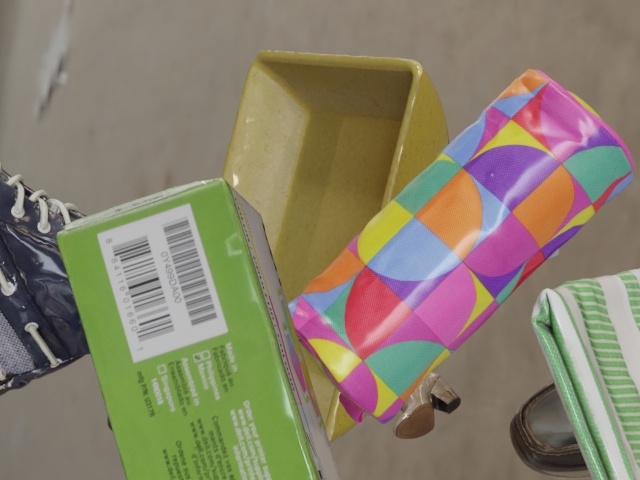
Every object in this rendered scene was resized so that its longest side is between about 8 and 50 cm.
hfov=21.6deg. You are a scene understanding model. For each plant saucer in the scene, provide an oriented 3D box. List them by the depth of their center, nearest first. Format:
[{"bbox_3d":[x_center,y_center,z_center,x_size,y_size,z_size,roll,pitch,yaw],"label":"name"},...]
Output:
[{"bbox_3d":[0.000,0.000,1.535,0.333,0.081,0.332,16,91,62],"label":"plant saucer"}]

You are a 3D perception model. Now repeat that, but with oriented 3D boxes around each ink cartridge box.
[{"bbox_3d":[-0.052,0.083,0.970,0.255,0.097,0.188,45,-153,-79],"label":"ink cartridge box"}]

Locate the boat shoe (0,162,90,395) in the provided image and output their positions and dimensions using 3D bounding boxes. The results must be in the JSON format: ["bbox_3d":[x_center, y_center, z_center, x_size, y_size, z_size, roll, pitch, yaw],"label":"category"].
[{"bbox_3d":[-0.293,-0.027,1.575,0.127,0.158,0.340,-96,-10,-68],"label":"boat shoe"}]

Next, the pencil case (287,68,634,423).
[{"bbox_3d":[0.081,0.005,1.019,0.236,0.104,0.104,-44,22,1],"label":"pencil case"}]

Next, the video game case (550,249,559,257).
[{"bbox_3d":[0.177,-0.031,1.703,0.019,0.157,0.143,35,134,53],"label":"video game case"}]

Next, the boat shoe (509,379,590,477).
[{"bbox_3d":[0.369,0.143,1.833,0.130,0.355,0.132,89,155,-53],"label":"boat shoe"}]

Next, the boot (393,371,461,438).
[{"bbox_3d":[0.102,0.187,1.954,0.087,0.118,0.042,27,124,40],"label":"boot"}]

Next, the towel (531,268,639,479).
[{"bbox_3d":[0.297,0.139,1.431,0.038,0.325,0.247,-29,77,32],"label":"towel"}]

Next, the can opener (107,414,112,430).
[{"bbox_3d":[-0.142,0.113,1.439,0.073,0.059,0.186,-40,25,22],"label":"can opener"}]
